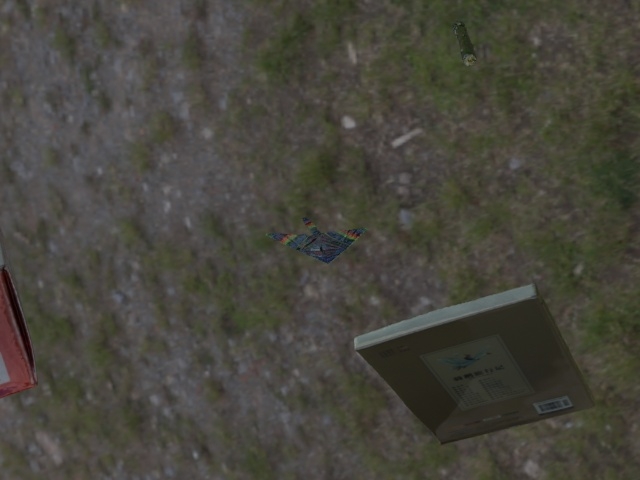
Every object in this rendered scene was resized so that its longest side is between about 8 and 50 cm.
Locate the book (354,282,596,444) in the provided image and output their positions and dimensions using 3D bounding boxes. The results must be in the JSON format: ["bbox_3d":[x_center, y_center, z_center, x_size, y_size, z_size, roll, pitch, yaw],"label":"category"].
[{"bbox_3d":[0.197,0.162,1.223,0.216,0.310,0.021,-18,52,17],"label":"book"}]

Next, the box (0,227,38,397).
[{"bbox_3d":[-0.346,0.069,1.006,0.182,0.099,0.133,-146,42,-63],"label":"box"}]

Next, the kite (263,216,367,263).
[{"bbox_3d":[0.000,0.000,1.166,0.122,0.004,0.090,-7,141,18],"label":"kite"}]

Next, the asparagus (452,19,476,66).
[{"bbox_3d":[0.130,-0.183,0.922,0.014,0.114,0.015,26,117,-12],"label":"asparagus"}]
